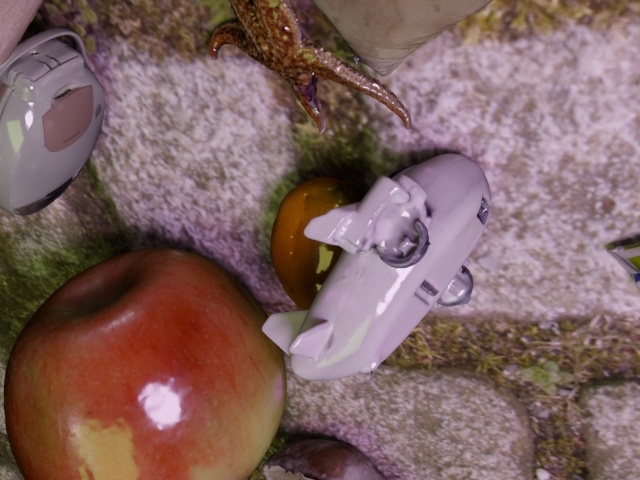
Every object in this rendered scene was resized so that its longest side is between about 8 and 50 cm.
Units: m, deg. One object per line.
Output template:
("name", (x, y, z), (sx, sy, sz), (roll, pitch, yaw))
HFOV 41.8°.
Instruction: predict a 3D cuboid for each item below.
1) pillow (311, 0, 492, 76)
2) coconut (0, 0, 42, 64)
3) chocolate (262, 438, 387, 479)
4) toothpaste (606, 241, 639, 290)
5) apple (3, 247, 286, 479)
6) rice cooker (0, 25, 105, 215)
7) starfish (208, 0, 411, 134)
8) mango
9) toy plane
("pillow", (0.079, -0.241, 0.578), (0.185, 0.075, 0.302), (45, 138, -18))
("coconut", (-0.325, -0.244, 0.661), (0.266, 0.237, 0.237), (-11, 131, 1))
("chocolate", (0.055, 0.386, 1.194), (0.185, 0.100, 0.303), (-9, 125, 46))
("toothpaste", (0.363, -0.009, 0.695), (0.078, 0.047, 0.248), (45, 137, -13))
("apple", (-0.199, 0.161, 0.947), (0.319, 0.319, 0.277), (-14, 107, 36))
("rice cooker", (-0.297, -0.121, 0.837), (0.127, 0.145, 0.206), (28, 136, 13))
("starfish", (-0.027, -0.161, 0.686), (0.238, 0.057, 0.213), (40, 167, 20))
("mango", (0.002, 0.000, 0.856), (0.105, 0.084, 0.159), (25, 122, 25))
("toy plane", (0.058, 0.026, 0.764), (0.118, 0.252, 0.252), (41, 146, 30))
